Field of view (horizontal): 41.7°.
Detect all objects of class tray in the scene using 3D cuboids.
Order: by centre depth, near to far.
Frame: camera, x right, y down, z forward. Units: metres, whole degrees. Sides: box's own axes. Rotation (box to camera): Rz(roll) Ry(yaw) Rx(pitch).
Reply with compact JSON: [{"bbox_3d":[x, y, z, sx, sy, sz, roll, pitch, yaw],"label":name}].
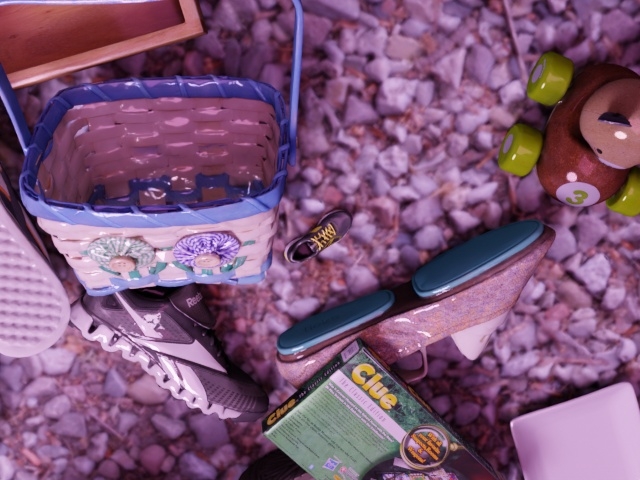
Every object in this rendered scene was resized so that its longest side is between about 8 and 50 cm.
[{"bbox_3d":[-0.334,-0.237,0.790,0.410,0.076,0.203,-16,102,-1],"label":"tray"},{"bbox_3d":[0.314,0.297,0.960,0.145,0.030,0.271,-18,102,1],"label":"tray"}]

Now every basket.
[{"bbox_3d":[-0.136,-0.092,0.739,0.254,0.201,0.289,-5,130,-1],"label":"basket"}]

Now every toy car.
[{"bbox_3d":[0.280,-0.094,0.795,0.155,0.188,0.149,19,100,-7],"label":"toy car"}]

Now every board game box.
[{"bbox_3d":[0.076,0.227,0.862,0.136,0.030,0.260,-40,110,10],"label":"board game box"}]

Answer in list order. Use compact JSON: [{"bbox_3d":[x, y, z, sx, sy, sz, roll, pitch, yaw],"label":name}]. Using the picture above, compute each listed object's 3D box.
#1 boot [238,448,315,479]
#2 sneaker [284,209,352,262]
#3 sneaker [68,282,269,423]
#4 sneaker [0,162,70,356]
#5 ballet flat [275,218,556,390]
[{"bbox_3d":[0.026,0.322,0.934,0.189,0.076,0.209,-16,109,1],"label":"boot"},{"bbox_3d":[0.000,0.000,0.877,0.083,0.035,0.031,-38,102,5],"label":"sneaker"},{"bbox_3d":[-0.140,0.099,0.868,0.234,0.078,0.106,34,100,-7],"label":"sneaker"},{"bbox_3d":[-0.348,-0.042,0.774,0.126,0.127,0.321,-29,117,-20],"label":"sneaker"},{"bbox_3d":[0.108,0.085,0.873,0.315,0.107,0.106,-25,106,12],"label":"ballet flat"}]
